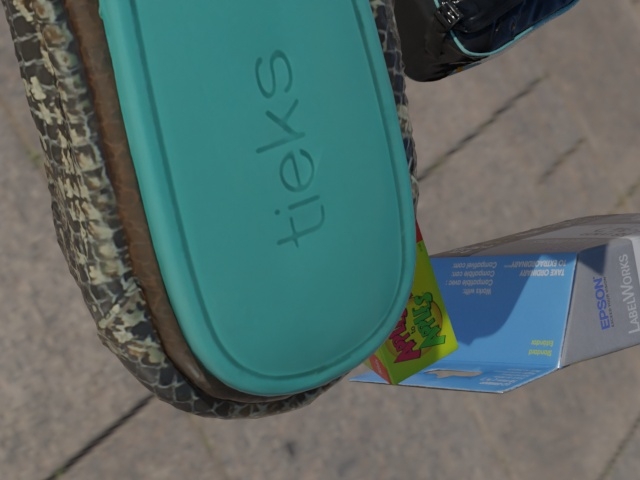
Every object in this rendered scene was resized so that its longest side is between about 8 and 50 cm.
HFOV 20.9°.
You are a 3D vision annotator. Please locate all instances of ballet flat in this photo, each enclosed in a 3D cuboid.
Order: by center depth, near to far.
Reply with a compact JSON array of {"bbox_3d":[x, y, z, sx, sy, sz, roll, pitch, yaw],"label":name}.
[{"bbox_3d":[-0.069,-0.175,0.537,0.164,0.182,0.483,-20,119,-27],"label":"ballet flat"}]

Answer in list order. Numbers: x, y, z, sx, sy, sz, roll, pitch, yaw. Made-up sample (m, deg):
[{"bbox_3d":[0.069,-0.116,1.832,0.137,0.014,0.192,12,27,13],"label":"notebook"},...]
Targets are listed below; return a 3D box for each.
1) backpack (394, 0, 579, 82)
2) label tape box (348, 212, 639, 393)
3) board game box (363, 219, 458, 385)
[{"bbox_3d":[0.112,-0.222,1.349,0.188,0.144,0.166,-30,95,-30],"label":"backpack"},{"bbox_3d":[0.217,0.051,1.666,0.333,0.240,0.106,-13,96,-34],"label":"label tape box"},{"bbox_3d":[0.000,0.000,0.939,0.043,0.181,0.092,-29,119,-17],"label":"board game box"}]
